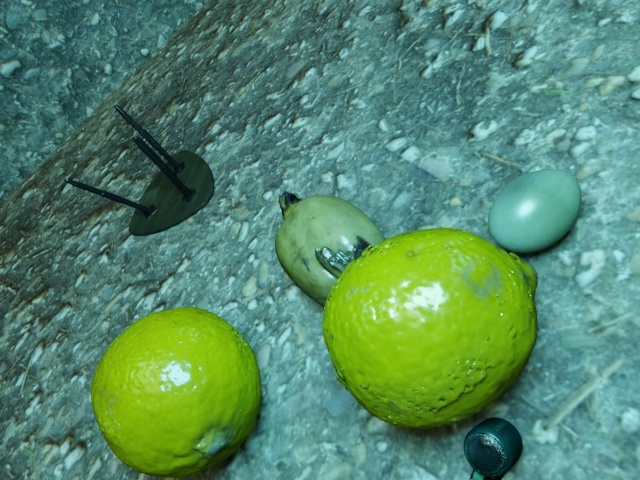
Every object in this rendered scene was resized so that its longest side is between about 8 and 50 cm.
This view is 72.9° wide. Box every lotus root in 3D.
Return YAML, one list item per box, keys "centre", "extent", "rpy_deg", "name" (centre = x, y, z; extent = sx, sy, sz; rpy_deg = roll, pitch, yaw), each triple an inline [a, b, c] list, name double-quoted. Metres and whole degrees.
- centre: [0.000, 0.000, 0.818]
  extent: [0.183, 0.183, 0.310]
  rpy_deg: [-45, 45, -1]
  name: "lotus root"

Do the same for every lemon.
- centre: [0.148, 0.109, 0.594]
  extent: [0.310, 0.258, 0.258]
  rpy_deg: [-29, 49, 11]
  name: "lemon"
- centre: [-0.237, 0.250, 0.737]
  extent: [0.293, 0.293, 0.293]
  rpy_deg: [-16, 53, 23]
  name: "lemon"

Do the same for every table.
- centre: [-0.478, -0.199, 1.190]
  extent: [0.317, 0.249, 0.317]
  rpy_deg: [-16, 53, 23]
  name: "table"

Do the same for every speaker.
- centre: [0.222, 0.282, 0.556]
  extent: [0.060, 0.075, 0.094]
  rpy_deg: [-3, 84, 39]
  name: "speaker"

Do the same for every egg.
- centre: [0.333, -0.047, 0.674]
  extent: [0.152, 0.114, 0.114]
  rpy_deg: [-39, 48, 1]
  name: "egg"
